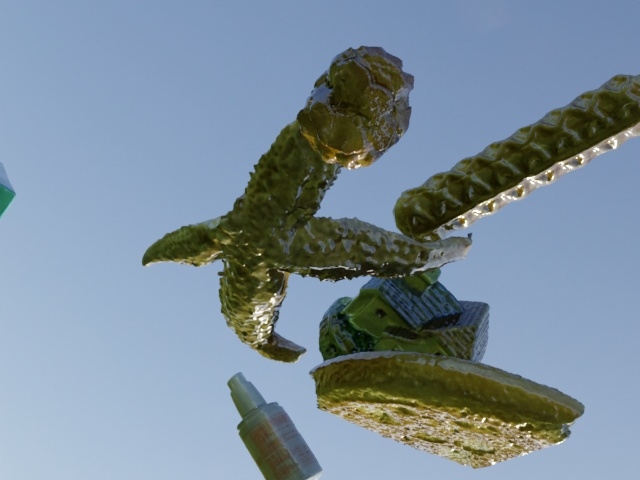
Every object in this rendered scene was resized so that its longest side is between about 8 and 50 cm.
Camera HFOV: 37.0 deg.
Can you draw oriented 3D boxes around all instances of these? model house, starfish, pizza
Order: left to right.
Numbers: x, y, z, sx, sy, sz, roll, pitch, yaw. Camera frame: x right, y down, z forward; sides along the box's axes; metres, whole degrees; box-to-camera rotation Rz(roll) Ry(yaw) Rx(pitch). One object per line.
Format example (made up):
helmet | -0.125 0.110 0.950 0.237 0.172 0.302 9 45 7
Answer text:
starfish | 0.000 0.000 1.131 0.432 0.082 0.324 -35 -56 27
model house | 0.126 0.130 1.368 0.214 0.195 0.189 48 -64 6
pizza | 0.137 0.182 1.133 0.258 0.087 0.268 21 -24 -10

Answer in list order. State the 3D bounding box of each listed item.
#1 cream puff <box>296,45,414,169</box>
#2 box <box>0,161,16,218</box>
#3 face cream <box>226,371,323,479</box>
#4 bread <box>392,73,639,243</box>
cream puff | 0.031 -0.126 0.891 0.122 0.116 0.094 -8 -47 43
box | -0.368 -0.006 0.947 0.042 0.161 0.226 34 -3 -24
face cream | -0.101 0.356 1.791 0.251 0.101 0.101 55 -34 20
bread | 0.255 -0.098 1.212 0.368 0.077 0.084 -29 -81 20
